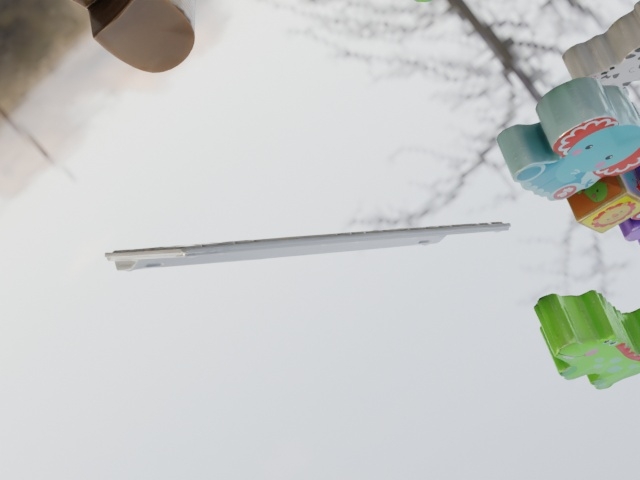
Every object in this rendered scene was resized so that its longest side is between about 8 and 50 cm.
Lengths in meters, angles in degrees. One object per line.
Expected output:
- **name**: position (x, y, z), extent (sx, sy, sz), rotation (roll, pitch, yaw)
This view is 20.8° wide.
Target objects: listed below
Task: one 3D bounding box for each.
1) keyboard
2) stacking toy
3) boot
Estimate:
- **keyboard**: position (0.000, 0.000, 0.999), extent (0.256, 0.014, 0.072), rotation (-5, 175, -43)
- **stacking toy**: position (0.109, -0.026, 0.617), extent (0.052, 0.167, 0.221), rotation (-33, 155, 24)
- **boot**: position (-0.198, -0.266, 1.293), extent (0.109, 0.283, 0.220), rotation (-43, -148, 17)
